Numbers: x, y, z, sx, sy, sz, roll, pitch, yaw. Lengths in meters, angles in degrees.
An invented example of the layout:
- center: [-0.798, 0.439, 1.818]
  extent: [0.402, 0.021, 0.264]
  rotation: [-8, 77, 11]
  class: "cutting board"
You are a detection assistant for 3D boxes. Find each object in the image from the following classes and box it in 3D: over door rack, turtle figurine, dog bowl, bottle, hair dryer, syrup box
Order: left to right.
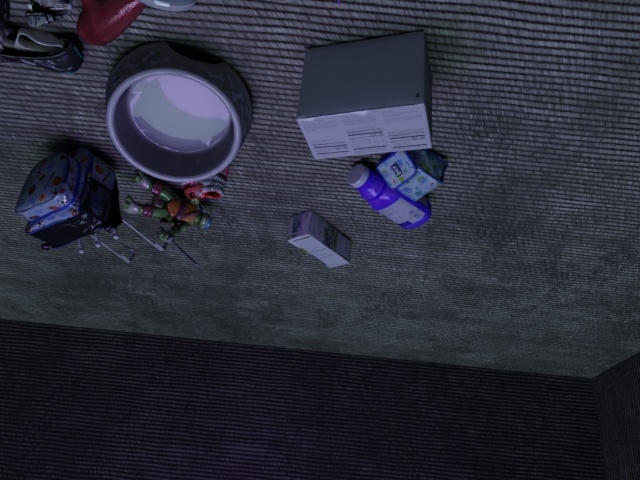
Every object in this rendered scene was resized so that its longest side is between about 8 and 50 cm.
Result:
- center: [-0.481, -0.487, 1.116]
  extent: [0.294, 0.080, 0.223]
  rotation: [7, 151, -3]
  class: "hair dryer"
- center: [-0.747, -0.005, 2.021]
  extent: [0.240, 0.108, 0.324]
  rotation: [-16, 145, 35]
  class: "over door rack"
- center: [-0.443, -0.104, 1.698]
  extent: [0.267, 0.274, 0.197]
  rotation: [22, 111, -18]
  class: "turtle figurine"
- center: [-0.339, -0.286, 1.333]
  extent: [0.349, 0.102, 0.348]
  rotation: [-2, 132, -2]
  class: "dog bowl"
- center: [0.000, 0.000, 1.907]
  extent: [0.096, 0.093, 0.237]
  rotation: [-16, 145, 36]
  class: "syrup box"
- center: [0.198, -0.130, 1.633]
  extent: [0.283, 0.092, 0.118]
  rotation: [27, 141, -34]
  class: "bottle"

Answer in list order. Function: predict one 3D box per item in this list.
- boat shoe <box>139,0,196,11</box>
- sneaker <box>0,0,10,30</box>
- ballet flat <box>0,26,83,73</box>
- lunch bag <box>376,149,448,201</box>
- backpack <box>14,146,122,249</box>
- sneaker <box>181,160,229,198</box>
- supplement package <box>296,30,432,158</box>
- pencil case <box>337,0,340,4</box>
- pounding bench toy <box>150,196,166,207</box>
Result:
- center: [-0.340, -0.508, 1.051]
  extent: [0.228, 0.079, 0.081]
  rotation: [19, 153, -17]
  class: "boat shoe"
- center: [-0.616, -0.520, 1.017]
  extent: [0.100, 0.108, 0.271]
  rotation: [-20, 149, -54]
  class: "sneaker"
- center: [-0.670, -0.437, 1.230]
  extent: [0.281, 0.095, 0.096]
  rotation: [3, 158, -15]
  class: "ballet flat"
- center: [0.244, -0.190, 1.523]
  extent: [0.151, 0.096, 0.129]
  rotation: [32, 147, -15]
  class: "lunch bag"
- center: [-0.721, -0.136, 1.617]
  extent: [0.277, 0.263, 0.213]
  rotation: [-14, 140, 19]
  class: "backpack"
- center: [-0.369, -0.200, 1.515]
  extent: [0.270, 0.144, 0.090]
  rotation: [17, 159, -36]
  class: "sneaker"
- center: [0.101, -0.308, 1.207]
  extent: [0.262, 0.203, 0.145]
  rotation: [-3, 151, 16]
  class: "supplement package"
- center: [0.076, -0.494, 1.015]
  extent: [0.152, 0.064, 0.070]
  rotation: [-16, 129, 35]
  class: "pencil case"
- center: [-0.525, -0.107, 1.850]
  extent: [0.065, 0.052, 0.083]
  rotation: [21, 148, -26]
  class: "pounding bench toy"
